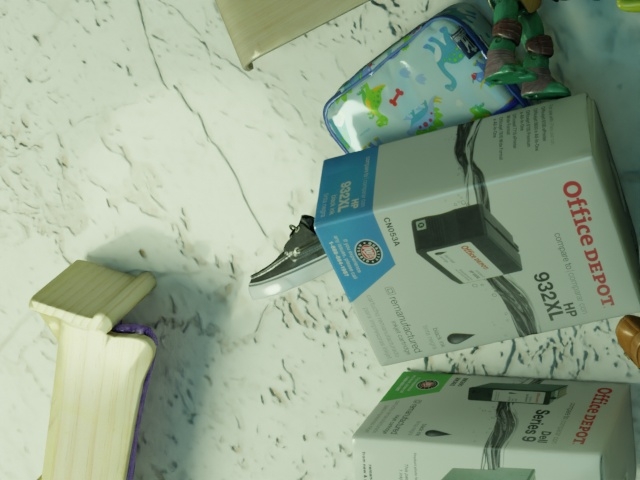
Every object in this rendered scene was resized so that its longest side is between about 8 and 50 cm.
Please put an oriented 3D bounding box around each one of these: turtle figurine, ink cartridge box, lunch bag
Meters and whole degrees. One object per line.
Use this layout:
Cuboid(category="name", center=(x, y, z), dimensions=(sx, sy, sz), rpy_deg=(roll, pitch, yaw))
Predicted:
Cuboid(category="turtle figurine", center=(0.225, -0.274, 1.474), dimensions=(0.118, 0.175, 0.234), rpy_deg=(-8, 76, 58))
Cuboid(category="ink cartridge box", center=(0.177, -0.006, 1.523), dimensions=(0.307, 0.129, 0.223), rpy_deg=(-14, 125, 17))
Cuboid(category="ink cartridge box", center=(0.208, 0.248, 1.615), dimensions=(0.289, 0.211, 0.121), rpy_deg=(1, 107, 21))
Cuboid(category="lunch bag", center=(0.129, -0.148, 1.576), dimensions=(0.219, 0.090, 0.176), rpy_deg=(-33, 99, 29))

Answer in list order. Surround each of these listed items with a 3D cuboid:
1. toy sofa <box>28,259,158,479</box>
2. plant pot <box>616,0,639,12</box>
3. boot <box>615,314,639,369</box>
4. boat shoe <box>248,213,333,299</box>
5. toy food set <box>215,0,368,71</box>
Cuboid(category="toy sofa", center=(-0.294, 0.224, 1.845), dimensions=(0.177, 0.150, 0.362), rpy_deg=(16, 114, 11))
Cuboid(category="plant pot", center=(0.367, -0.348, 1.313), dimensions=(0.227, 0.228, 0.207), rpy_deg=(-4, 150, 22))
Cuboid(category="boot", center=(0.416, 0.161, 1.571), dimensions=(0.073, 0.197, 0.152), rpy_deg=(-45, 50, -8))
Cuboid(category="boat shoe", center=(0.000, 0.000, 1.688), dimensions=(0.228, 0.080, 0.076), rpy_deg=(-26, 91, 26))
Cuboid(category="toy food set", center=(-0.006, -0.351, 1.570), dimensions=(0.306, 0.092, 0.219), rpy_deg=(-24, 87, 26))
